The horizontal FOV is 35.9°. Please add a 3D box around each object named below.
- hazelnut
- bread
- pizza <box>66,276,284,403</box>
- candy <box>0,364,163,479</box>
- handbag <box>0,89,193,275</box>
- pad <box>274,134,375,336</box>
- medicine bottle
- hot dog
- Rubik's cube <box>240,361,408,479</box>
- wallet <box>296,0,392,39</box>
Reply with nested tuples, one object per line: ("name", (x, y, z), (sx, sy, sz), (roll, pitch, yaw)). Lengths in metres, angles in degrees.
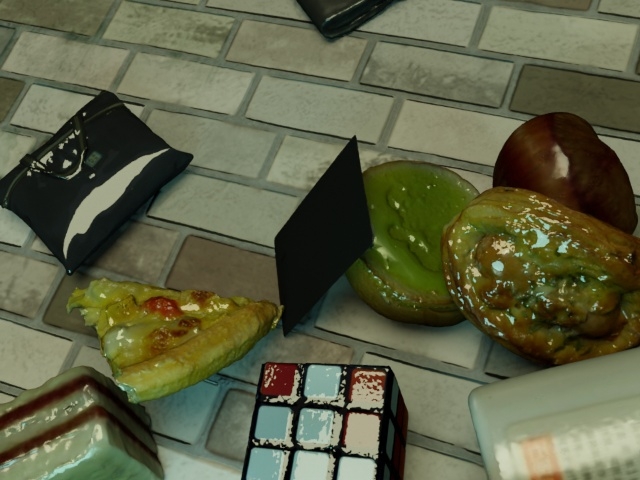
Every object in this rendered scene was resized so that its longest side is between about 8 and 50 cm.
("hazelnut", (0.307, -0.059, 1.263), (0.178, 0.178, 0.204), (-35, 92, -7))
("bread", (0.130, 0.002, 1.274), (0.236, 0.070, 0.236), (8, 58, -13))
("pizza", (-0.231, 0.104, 1.285), (0.288, 0.075, 0.280), (16, 29, 27))
("candy", (-0.372, 0.294, 1.216), (0.321, 0.179, 0.135), (-24, 57, -1))
("handbag", (-0.349, -0.096, 1.481), (0.211, 0.088, 0.254), (38, 75, 22))
("pad", (-0.001, 0.000, 1.272), (0.009, 0.265, 0.159), (8, 57, -25))
("medicine bottle", (0.362, 0.219, 1.066), (0.372, 0.211, 0.211), (-14, 59, 6))
("hot dog", (0.276, 0.042, 1.164), (0.272, 0.196, 0.122), (25, 29, -12))
("Rubik's cube", (0.011, 0.245, 1.161), (0.162, 0.160, 0.163), (2, 63, 14))
("wallet", (0.004, -0.521, 1.649), (0.228, 0.062, 0.406), (-31, 60, -5))
